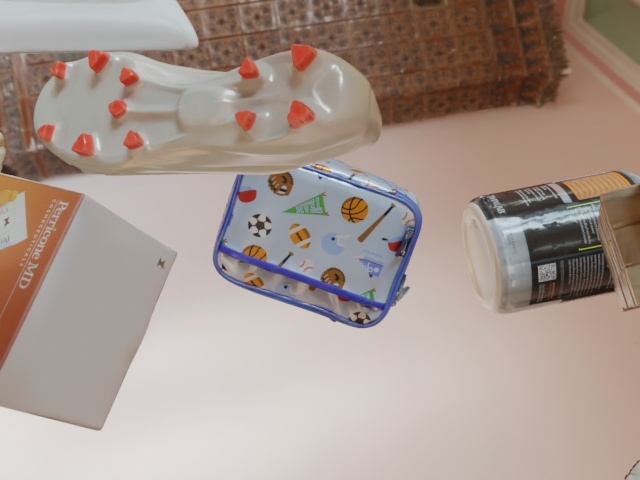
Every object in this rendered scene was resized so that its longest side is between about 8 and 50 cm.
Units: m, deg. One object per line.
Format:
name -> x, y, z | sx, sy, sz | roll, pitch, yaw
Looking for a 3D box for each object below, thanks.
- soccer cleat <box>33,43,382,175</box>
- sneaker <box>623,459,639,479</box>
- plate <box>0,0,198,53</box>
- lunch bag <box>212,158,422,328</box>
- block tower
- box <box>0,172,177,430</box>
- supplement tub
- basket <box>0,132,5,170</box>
soccer cleat -> -0.064, -0.061, 0.363 | 0.076, 0.196, 0.068 | 24, 71, -63
sneaker -> 0.422, 0.260, 0.752 | 0.279, 0.107, 0.118 | -59, -139, 11
plate -> -0.302, -0.310, 0.761 | 0.277, 0.278, 0.045 | 61, -36, 26
lunch bag -> 0.000, 0.000, 1.068 | 0.115, 0.303, 0.243 | -73, -176, -74
block tower -> 0.314, 0.008, 0.642 | 0.335, 0.091, 0.097 | 20, 55, -67
box -> -0.374, 0.046, 0.785 | 0.168, 0.345, 0.215 | 45, 61, -58
supplement tub -> 0.401, -0.002, 1.108 | 0.193, 0.316, 0.193 | 170, -90, -87
basket -> -0.433, -0.018, 0.412 | 0.328, 0.331, 0.266 | 54, 34, -56
